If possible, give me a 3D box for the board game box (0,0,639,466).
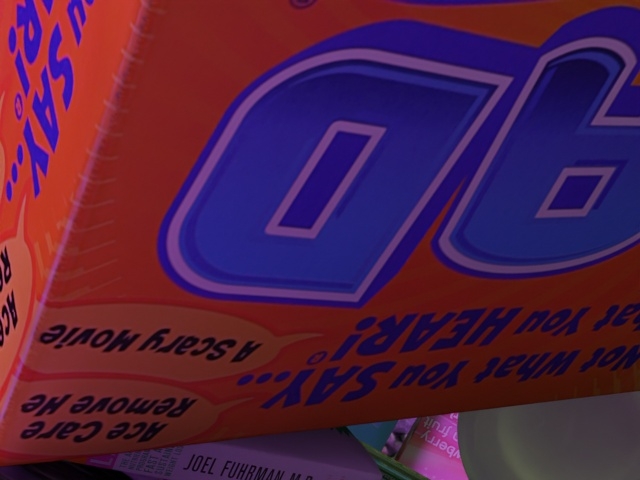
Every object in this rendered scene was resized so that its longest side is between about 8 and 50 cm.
[{"bbox_3d":[0.037,-0.185,0.539,0.356,0.356,0.356,-3,45,-33],"label":"board game box"}]

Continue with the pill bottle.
[{"bbox_3d":[0.151,0.119,0.884,0.121,0.121,0.221,28,-5,16],"label":"pill bottle"}]

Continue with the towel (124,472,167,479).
[{"bbox_3d":[-0.030,0.110,0.623,0.144,0.029,0.197,26,-3,27],"label":"towel"}]

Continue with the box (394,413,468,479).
[{"bbox_3d":[0.204,0.228,1.225,0.300,0.142,0.154,28,-5,6],"label":"box"}]

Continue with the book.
[{"bbox_3d":[-0.059,0.059,0.553,0.144,0.035,0.096,16,16,-34],"label":"book"}]

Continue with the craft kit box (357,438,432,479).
[{"bbox_3d":[0.080,0.179,0.885,0.250,0.061,0.246,30,-2,-13],"label":"craft kit box"}]

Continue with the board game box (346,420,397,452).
[{"bbox_3d":[0.000,0.000,1.189,0.253,0.336,0.079,25,-6,42],"label":"board game box"}]
